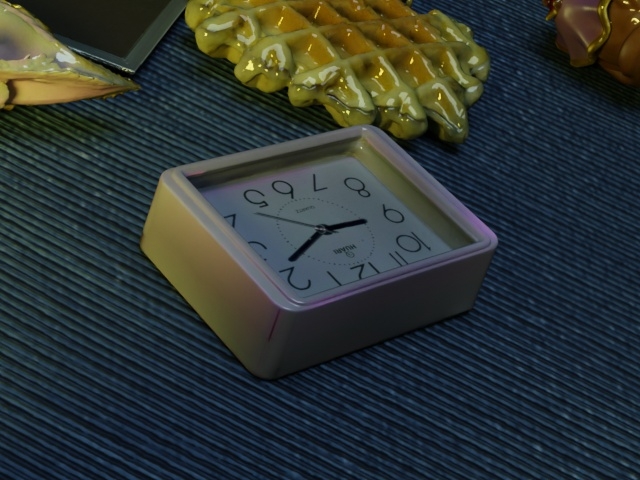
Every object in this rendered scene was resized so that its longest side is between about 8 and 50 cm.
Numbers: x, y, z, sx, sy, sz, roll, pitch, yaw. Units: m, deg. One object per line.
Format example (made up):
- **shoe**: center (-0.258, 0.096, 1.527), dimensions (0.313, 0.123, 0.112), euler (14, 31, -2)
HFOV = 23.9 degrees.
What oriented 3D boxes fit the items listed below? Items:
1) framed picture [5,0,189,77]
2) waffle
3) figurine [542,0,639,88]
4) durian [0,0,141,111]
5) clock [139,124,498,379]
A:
- **framed picture**: center (-0.201, -0.222, 1.239), dimensions (0.197, 0.014, 0.252), euler (22, 35, 3)
- **waffle**: center (0.019, -0.172, 1.243), dimensions (0.261, 0.056, 0.250), euler (19, 34, -10)
- **figurine**: center (0.329, -0.209, 1.375), dimensions (0.263, 0.142, 0.189), euler (-2, 9, -26)
- **durian**: center (-0.235, -0.119, 1.040), dimensions (0.224, 0.078, 0.140), euler (17, 22, -22)
- **clock**: center (0.000, 0.000, 0.997), dimensions (0.197, 0.063, 0.150), euler (-16, 49, -39)
